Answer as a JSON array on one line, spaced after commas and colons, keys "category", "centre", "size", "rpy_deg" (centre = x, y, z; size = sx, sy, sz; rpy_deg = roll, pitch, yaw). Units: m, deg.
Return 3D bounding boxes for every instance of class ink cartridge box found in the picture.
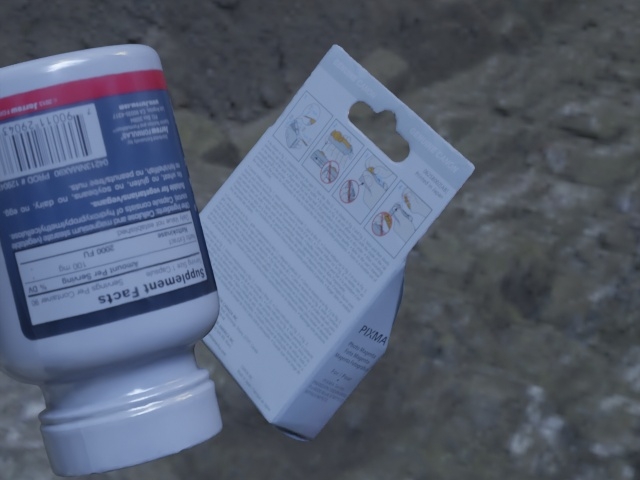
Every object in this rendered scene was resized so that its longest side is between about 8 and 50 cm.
[{"category": "ink cartridge box", "centre": [0.000, 0.000, 1.089], "size": [0.232, 0.189, 0.066], "rpy_deg": [-49, 139, 6]}]

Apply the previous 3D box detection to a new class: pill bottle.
[{"category": "pill bottle", "centre": [-0.105, 0.010, 0.677], "size": [0.108, 0.108, 0.180], "rpy_deg": [-17, 95, -53]}]
